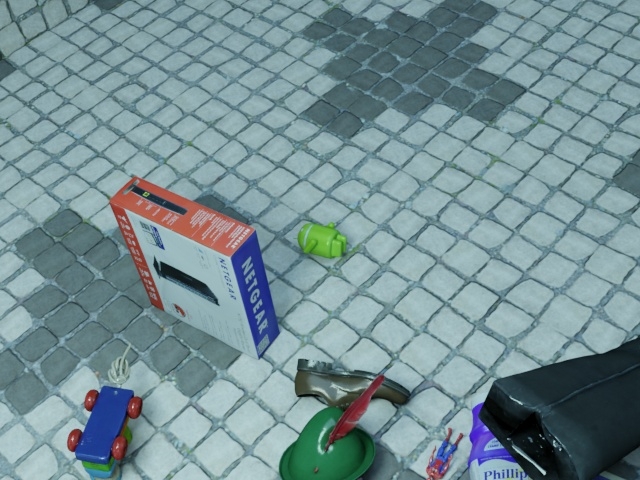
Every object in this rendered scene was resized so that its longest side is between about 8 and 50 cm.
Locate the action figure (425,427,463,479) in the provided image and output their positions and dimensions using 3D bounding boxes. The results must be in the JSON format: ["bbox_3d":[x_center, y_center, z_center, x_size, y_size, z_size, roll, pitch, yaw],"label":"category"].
[{"bbox_3d":[0.221,0.394,1.581,0.038,0.030,0.115,23,58,20],"label":"action figure"}]

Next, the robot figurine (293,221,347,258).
[{"bbox_3d":[0.000,0.000,1.927,0.115,0.067,0.101,17,36,23],"label":"robot figurine"}]

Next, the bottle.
[{"bbox_3d":[0.318,0.401,1.514,0.118,0.092,0.283,-2,49,-2],"label":"bottle"}]

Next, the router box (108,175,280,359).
[{"bbox_3d":[-0.245,0.058,1.737,0.301,0.335,0.082,23,56,26],"label":"router box"}]

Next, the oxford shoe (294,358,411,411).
[{"bbox_3d":[0.060,0.294,1.671,0.227,0.083,0.096,8,73,13],"label":"oxford shoe"}]

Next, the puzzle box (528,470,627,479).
[{"bbox_3d":[0.428,0.551,1.333,0.272,0.052,0.409,23,53,-1],"label":"puzzle box"}]

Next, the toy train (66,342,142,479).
[{"bbox_3d":[-0.386,0.337,1.656,0.105,0.143,0.248,8,46,5],"label":"toy train"}]

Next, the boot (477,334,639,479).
[{"bbox_3d":[0.531,0.302,1.403,0.445,0.146,0.367,-6,24,-38],"label":"boot"}]

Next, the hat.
[{"bbox_3d":[0.004,0.317,1.546,0.208,0.184,0.173,-24,29,-17],"label":"hat"}]

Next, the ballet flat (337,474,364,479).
[{"bbox_3d":[0.002,0.496,1.505,0.079,0.077,0.221,5,43,37],"label":"ballet flat"}]
